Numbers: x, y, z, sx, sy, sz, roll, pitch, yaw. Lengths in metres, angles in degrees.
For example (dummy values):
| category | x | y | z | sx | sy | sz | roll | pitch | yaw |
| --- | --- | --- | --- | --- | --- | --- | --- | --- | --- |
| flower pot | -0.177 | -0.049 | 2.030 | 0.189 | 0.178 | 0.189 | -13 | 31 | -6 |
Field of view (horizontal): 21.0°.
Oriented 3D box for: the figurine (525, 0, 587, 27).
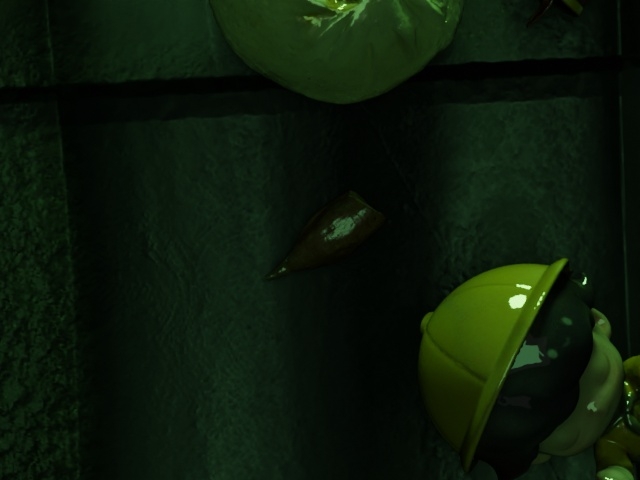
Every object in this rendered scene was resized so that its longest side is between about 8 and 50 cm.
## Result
| category | x | y | z | sx | sy | sz | roll | pitch | yaw |
| --- | --- | --- | --- | --- | --- | --- | --- | --- | --- |
| figurine | 0.224 | -0.240 | 1.466 | 0.098 | 0.082 | 0.154 | 35 | 94 | -17 |

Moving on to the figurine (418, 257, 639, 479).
| category | x | y | z | sx | sy | sz | roll | pitch | yaw |
| --- | --- | --- | --- | --- | --- | --- | --- | --- | --- |
| figurine | 0.201 | 0.121 | 1.431 | 0.256 | 0.167 | 0.192 | 24 | 80 | -19 |

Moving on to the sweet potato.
| category | x | y | z | sx | sy | sz | roll | pitch | yaw |
| --- | --- | --- | --- | --- | --- | --- | --- | --- | --- |
| sweet potato | 0.000 | 0.000 | 1.494 | 0.117 | 0.049 | 0.049 | -35 | 89 | 4 |

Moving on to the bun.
| category | x | y | z | sx | sy | sz | roll | pitch | yaw |
| --- | --- | --- | --- | --- | --- | --- | --- | --- | --- |
| bun | 0.012 | -0.219 | 1.447 | 0.222 | 0.127 | 0.222 | 0 | 91 | 7 |
